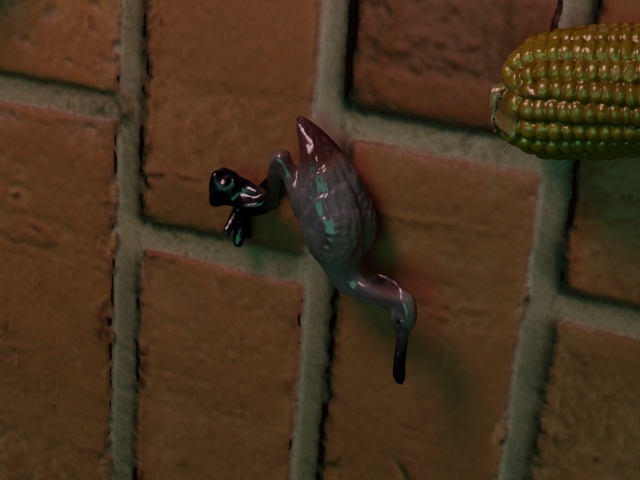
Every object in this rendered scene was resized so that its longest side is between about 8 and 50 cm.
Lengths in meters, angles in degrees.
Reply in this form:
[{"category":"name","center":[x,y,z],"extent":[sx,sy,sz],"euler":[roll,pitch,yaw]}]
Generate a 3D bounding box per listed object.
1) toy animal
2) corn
[{"category":"toy animal","center":[0.018,-0.008,1.593],"extent":[0.324,0.090,0.195],"euler":[39,126,18]},{"category":"corn","center":[0.353,-0.152,1.360],"extent":[0.387,0.144,0.144],"euler":[-2,107,26]}]
